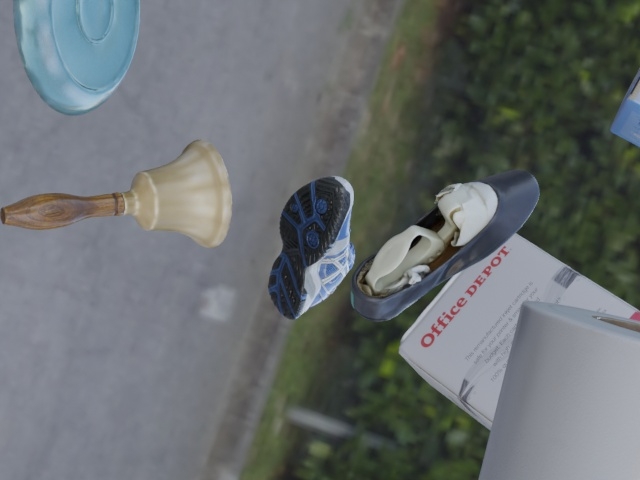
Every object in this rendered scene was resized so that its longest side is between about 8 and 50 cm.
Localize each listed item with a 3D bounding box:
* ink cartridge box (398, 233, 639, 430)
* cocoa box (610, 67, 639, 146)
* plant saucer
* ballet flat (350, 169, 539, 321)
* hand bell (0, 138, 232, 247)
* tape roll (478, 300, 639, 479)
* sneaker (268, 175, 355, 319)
[{"bbox_3d":[0.266,0.142,1.679,0.207,0.283,0.117,-49,141,-6],"label":"ink cartridge box"},{"bbox_3d":[0.569,-0.168,1.766,0.228,0.347,0.231,-60,172,-2],"label":"cocoa box"},{"bbox_3d":[-0.345,-0.341,2.100,0.317,0.044,0.317,5,90,-68],"label":"plant saucer"},{"bbox_3d":[0.108,-0.002,1.278,0.203,0.074,0.074,-37,167,2],"label":"ballet flat"},{"bbox_3d":[-0.232,-0.040,1.569,0.242,0.126,0.126,-8,124,-31],"label":"hand bell"},{"bbox_3d":[0.261,0.157,1.143,0.246,0.246,0.169,-4,108,-77],"label":"tape roll"},{"bbox_3d":[0.000,0.000,1.669,0.081,0.080,0.211,-21,149,-36],"label":"sneaker"}]
